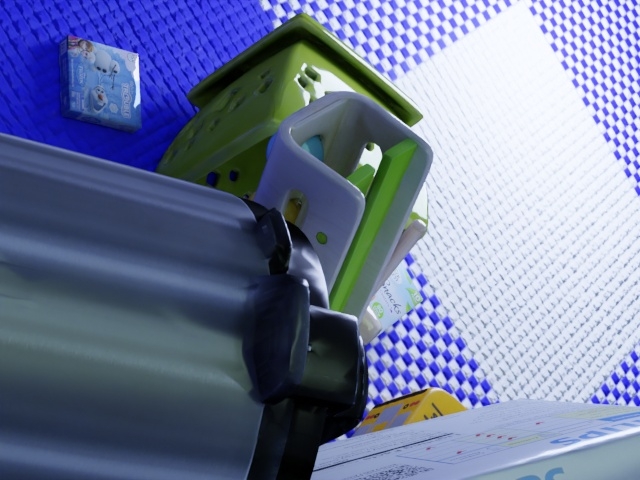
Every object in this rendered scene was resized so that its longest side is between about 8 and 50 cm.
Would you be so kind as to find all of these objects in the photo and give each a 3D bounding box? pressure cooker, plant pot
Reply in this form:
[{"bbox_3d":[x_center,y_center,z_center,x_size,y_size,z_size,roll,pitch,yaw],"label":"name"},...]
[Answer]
[{"bbox_3d":[-0.178,0.114,1.159,0.421,0.375,0.370,14,17,-27],"label":"pressure cooker"},{"bbox_3d":[-0.027,-0.096,1.535,0.227,0.228,0.207,35,45,-28],"label":"plant pot"}]

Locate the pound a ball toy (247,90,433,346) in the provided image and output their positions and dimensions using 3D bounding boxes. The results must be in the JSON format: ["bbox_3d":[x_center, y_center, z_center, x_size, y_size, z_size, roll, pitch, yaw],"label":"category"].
[{"bbox_3d":[0.000,0.000,1.383,0.136,0.319,0.208,38,43,17],"label":"pound a ball toy"}]

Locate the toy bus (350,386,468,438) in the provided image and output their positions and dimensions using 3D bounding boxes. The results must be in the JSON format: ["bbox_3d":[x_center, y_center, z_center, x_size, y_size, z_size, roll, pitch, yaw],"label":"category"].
[{"bbox_3d":[0.181,0.316,1.614,0.332,0.108,0.130,51,47,-13],"label":"toy bus"}]

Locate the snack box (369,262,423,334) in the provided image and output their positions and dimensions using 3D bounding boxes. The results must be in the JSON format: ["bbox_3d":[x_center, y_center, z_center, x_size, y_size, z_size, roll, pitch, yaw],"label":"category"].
[{"bbox_3d":[0.047,0.061,1.657,0.141,0.037,0.100,-33,96,-45],"label":"snack box"}]

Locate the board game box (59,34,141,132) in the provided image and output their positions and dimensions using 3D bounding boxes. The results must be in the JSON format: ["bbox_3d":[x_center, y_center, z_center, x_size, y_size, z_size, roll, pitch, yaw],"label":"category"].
[{"bbox_3d":[-0.235,-0.167,1.517,0.090,0.020,0.090,11,64,-40],"label":"board game box"}]

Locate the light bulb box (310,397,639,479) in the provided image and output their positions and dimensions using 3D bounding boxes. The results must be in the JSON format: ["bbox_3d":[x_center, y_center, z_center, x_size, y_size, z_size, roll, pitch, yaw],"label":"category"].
[{"bbox_3d":[0.154,0.292,1.335,0.358,0.361,0.225,-10,90,-23],"label":"light bulb box"}]
